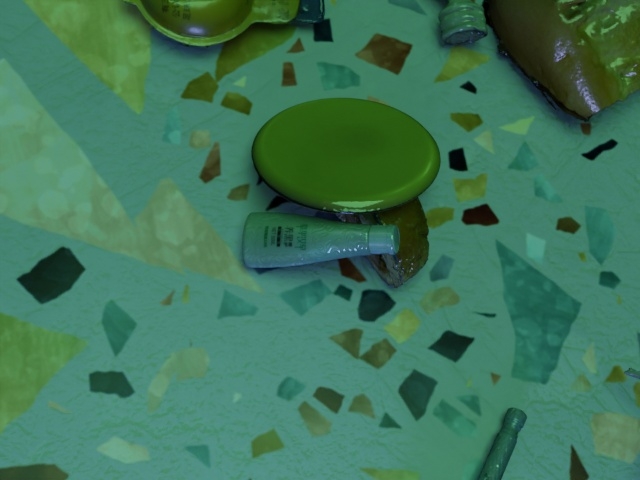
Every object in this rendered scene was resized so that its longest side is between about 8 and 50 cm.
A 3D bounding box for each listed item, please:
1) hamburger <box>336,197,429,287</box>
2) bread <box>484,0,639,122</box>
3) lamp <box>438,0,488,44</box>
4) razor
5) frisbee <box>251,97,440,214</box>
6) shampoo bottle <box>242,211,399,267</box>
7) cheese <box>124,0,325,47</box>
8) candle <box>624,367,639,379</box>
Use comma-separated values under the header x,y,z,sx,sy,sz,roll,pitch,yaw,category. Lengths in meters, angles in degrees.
x,y,z,sx,sy,sz,roll,pitch,yaw,category
0.085,-0.040,1.338,0.102,0.087,0.176,-31,75,-16,hamburger
0.342,-0.301,1.439,0.204,0.163,0.262,-33,64,-7,bread
0.182,-0.363,1.471,0.106,0.106,0.193,-4,80,-10,lamp
0.186,0.295,1.249,0.106,0.068,0.232,28,63,1,razor
0.032,-0.111,1.333,0.235,0.017,0.236,1,40,-1,frisbee
0.000,0.000,1.292,0.190,0.041,0.069,1,73,20,shampoo bottle
-0.126,-0.331,1.422,0.270,0.069,0.177,1,71,-12,cheese
0.494,0.258,1.243,0.187,0.187,0.330,-31,76,-18,candle
